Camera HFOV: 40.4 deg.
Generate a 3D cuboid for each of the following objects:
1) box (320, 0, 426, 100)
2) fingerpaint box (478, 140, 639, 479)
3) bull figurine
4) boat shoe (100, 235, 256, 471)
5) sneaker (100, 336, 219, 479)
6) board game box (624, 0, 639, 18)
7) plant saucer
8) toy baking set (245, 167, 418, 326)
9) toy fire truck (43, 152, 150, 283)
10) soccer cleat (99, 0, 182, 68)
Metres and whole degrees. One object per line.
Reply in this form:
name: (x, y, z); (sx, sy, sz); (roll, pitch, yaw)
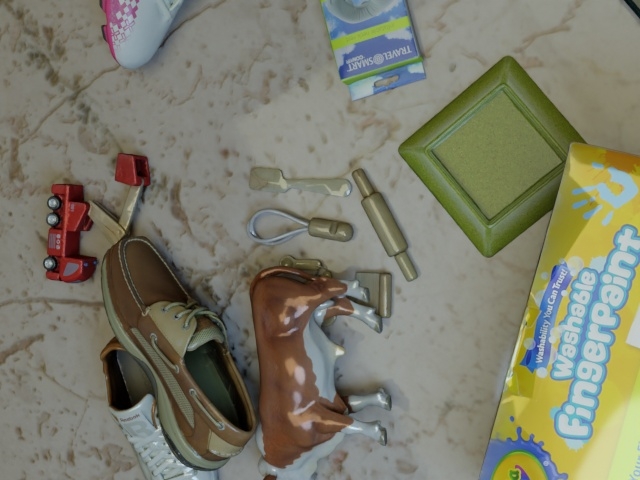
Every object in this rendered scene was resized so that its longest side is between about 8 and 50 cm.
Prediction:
box: (0.062, -0.282, 1.121); (0.109, 0.042, 0.178); (-15, 88, 15)
fingerpaint box: (0.388, 0.158, 0.911); (0.371, 0.163, 0.444); (15, 94, 19)
bull figurine: (-0.010, 0.185, 1.126); (0.188, 0.101, 0.310); (-7, 96, 15)
boat shoe: (-0.173, 0.134, 1.142); (0.120, 0.122, 0.324); (-35, 78, 36)
sneaker: (-0.232, 0.265, 1.186); (0.106, 0.123, 0.290); (-24, 88, 13)
board game box: (0.419, -0.322, 1.033); (0.126, 0.026, 0.186); (-38, 83, 13)
plant saucer: (0.220, -0.104, 1.086); (0.188, 0.045, 0.188); (-40, 83, 13)
toy baking set: (0.007, -0.002, 1.155); (0.197, 0.030, 0.256); (-24, 87, 15)
toy fire truck: (-0.316, -0.030, 1.230); (0.135, 0.047, 0.192); (6, 95, 13)
soccer cleat: (-0.190, -0.383, 1.144); (0.143, 0.116, 0.331); (15, 96, 14)
